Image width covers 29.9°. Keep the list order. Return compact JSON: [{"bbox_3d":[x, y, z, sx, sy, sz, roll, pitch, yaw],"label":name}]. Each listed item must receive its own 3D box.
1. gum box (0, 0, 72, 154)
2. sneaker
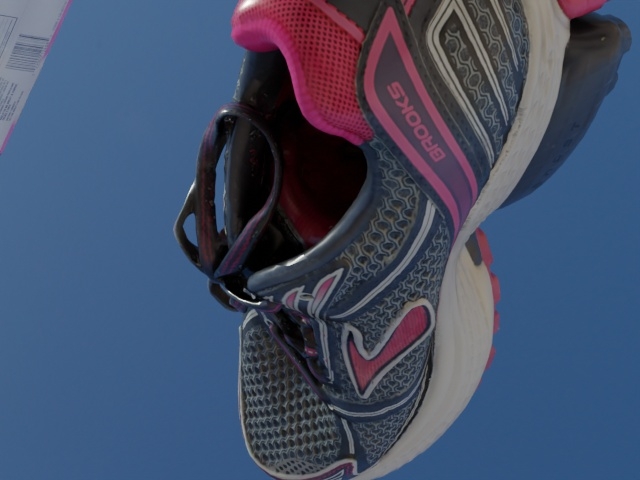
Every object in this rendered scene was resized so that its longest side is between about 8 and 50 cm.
[{"bbox_3d":[-0.232,-0.156,0.815,0.062,0.188,0.107,3,-139,-43],"label":"gum box"},{"bbox_3d":[0.000,0.000,0.438,0.112,0.299,0.121,-30,-120,-31],"label":"sneaker"}]
